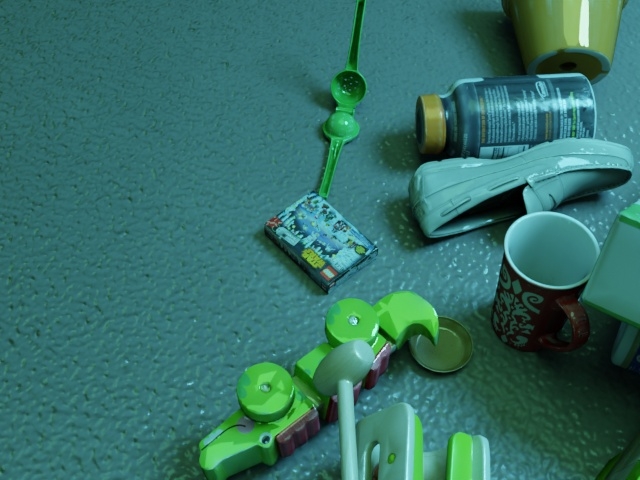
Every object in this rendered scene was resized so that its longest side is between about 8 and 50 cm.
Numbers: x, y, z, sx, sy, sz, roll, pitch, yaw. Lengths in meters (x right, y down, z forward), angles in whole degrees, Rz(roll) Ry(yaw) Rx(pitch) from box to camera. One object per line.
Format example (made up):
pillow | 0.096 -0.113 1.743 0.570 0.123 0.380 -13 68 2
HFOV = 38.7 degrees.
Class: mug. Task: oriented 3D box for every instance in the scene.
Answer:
mug | 0.267 0.073 1.129 0.113 0.169 0.150 9 55 5

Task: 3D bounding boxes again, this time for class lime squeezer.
lime squeezer | 0.041 -0.202 1.377 0.059 0.110 0.310 13 84 -11

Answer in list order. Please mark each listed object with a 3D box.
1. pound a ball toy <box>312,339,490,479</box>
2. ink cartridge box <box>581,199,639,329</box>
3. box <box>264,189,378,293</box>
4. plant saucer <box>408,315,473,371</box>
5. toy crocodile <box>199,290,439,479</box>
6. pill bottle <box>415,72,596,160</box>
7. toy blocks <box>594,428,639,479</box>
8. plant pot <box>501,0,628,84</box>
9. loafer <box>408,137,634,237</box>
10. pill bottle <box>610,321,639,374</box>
pound a ball toy | 0.061 0.293 0.965 0.208 0.136 0.319 27 49 -26
ink cartridge box | 0.448 0.032 1.048 0.201 0.117 0.278 26 24 24
box | 0.000 0.000 1.266 0.094 0.027 0.137 -36 62 -23
plant saucer | 0.154 0.136 1.176 0.084 0.015 0.083 1 54 -1
toy crocodile | -0.001 0.174 1.084 0.341 0.115 0.105 -35 62 -24
pill bottle | 0.264 -0.175 1.335 0.246 0.130 0.130 -3 54 -4
toy blocks | 0.421 0.330 0.957 0.261 0.190 0.381 40 65 13
plant pot | 0.387 -0.349 1.438 0.205 0.205 0.187 4 69 2
loafer | 0.285 -0.066 1.276 0.320 0.112 0.111 -11 59 1
pill bottle | 0.467 0.134 1.122 0.187 0.112 0.112 21 56 14
